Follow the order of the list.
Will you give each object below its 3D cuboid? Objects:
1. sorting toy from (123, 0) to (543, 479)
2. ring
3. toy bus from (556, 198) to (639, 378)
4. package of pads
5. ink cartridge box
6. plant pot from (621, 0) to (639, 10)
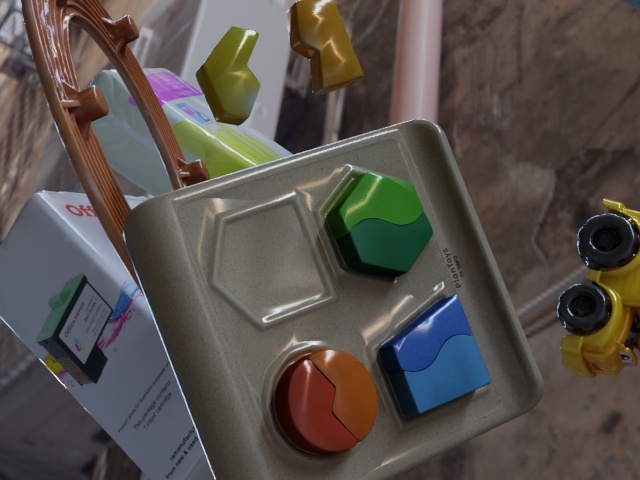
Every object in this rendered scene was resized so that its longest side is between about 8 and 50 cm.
[{"bbox_3d":[0.000,0.000,0.751,0.229,0.307,0.041,-20,-4,-26],"label":"sorting toy"},{"bbox_3d":[-0.134,-0.071,0.917,0.032,0.336,0.336,-24,-50,6],"label":"ring"},{"bbox_3d":[0.426,0.080,1.527,0.211,0.220,0.149,14,-18,26],"label":"toy bus"},{"bbox_3d":[-0.116,-0.082,1.359,0.296,0.229,0.101,35,-80,1],"label":"package of pads"},{"bbox_3d":[-0.146,0.086,1.098,0.278,0.201,0.117,42,-74,20],"label":"ink cartridge box"},{"bbox_3d":[0.330,-0.364,1.183,0.196,0.293,0.293,6,-43,-6],"label":"plant pot"}]
